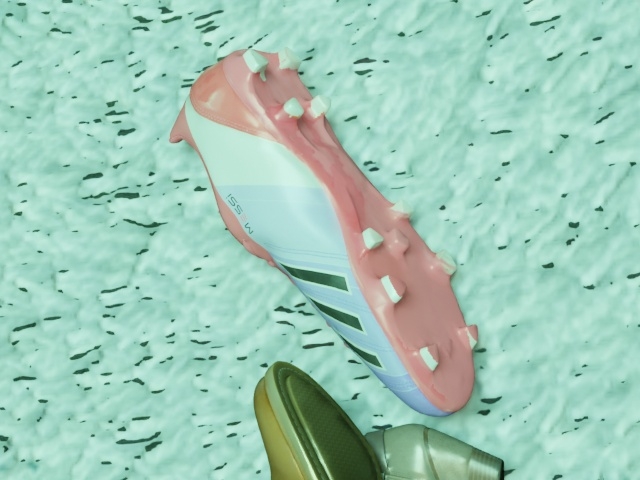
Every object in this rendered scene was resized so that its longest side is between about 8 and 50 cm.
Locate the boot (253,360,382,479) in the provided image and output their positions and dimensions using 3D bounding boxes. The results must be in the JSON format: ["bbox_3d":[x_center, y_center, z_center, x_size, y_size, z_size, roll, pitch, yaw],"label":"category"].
[{"bbox_3d":[-0.033,0.178,0.554,0.152,0.073,0.197,-26,82,23],"label":"boot"}]

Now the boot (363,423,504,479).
[{"bbox_3d":[0.056,0.162,0.570,0.087,0.042,0.118,2,80,20],"label":"boot"}]

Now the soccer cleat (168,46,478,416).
[{"bbox_3d":[0.000,0.000,0.597,0.095,0.083,0.248,-40,78,35],"label":"soccer cleat"}]
